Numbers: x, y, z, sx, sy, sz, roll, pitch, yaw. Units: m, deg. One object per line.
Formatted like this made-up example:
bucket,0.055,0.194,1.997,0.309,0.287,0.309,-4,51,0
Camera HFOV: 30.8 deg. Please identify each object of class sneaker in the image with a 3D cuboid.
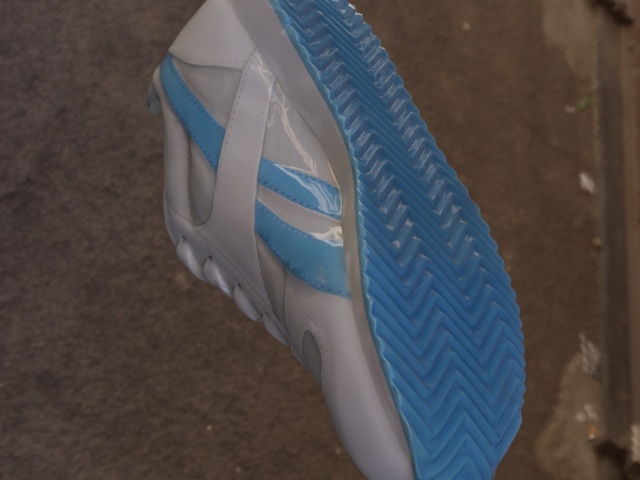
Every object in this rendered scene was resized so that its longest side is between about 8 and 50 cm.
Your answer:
sneaker,0.000,0.000,0.434,0.087,0.092,0.228,17,42,-44
